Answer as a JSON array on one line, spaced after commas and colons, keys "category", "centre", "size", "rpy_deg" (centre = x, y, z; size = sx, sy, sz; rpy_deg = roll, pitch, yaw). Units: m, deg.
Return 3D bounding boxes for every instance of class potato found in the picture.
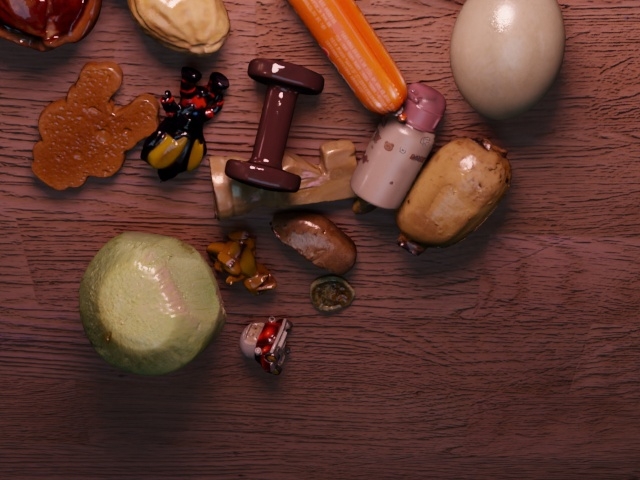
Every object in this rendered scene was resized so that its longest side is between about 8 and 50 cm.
[{"category": "potato", "centre": [0.102, -0.084, 1.573], "size": [0.046, 0.045, 0.092], "rpy_deg": [42, 117, 4]}]

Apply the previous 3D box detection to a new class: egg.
[{"category": "egg", "centre": [0.308, -0.317, 1.297], "size": [0.187, 0.186, 0.253], "rpy_deg": [0, 124, 2]}]

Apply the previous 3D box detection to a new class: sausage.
[{"category": "sausage", "centre": [0.055, -0.328, 1.324], "size": [0.093, 0.093, 0.312], "rpy_deg": [-29, 112, 22]}]

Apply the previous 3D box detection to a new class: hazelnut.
[{"category": "hazelnut", "centre": [-0.455, -0.404, 1.267], "size": [0.202, 0.160, 0.170], "rpy_deg": [-6, 126, 13]}]

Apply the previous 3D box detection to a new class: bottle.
[{"category": "bottle", "centre": [0.149, -0.179, 1.450], "size": [0.110, 0.110, 0.233], "rpy_deg": [21, 112, -15]}]

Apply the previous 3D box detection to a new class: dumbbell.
[{"category": "dumbbell", "centre": [-0.081, -0.201, 1.379], "size": [0.140, 0.124, 0.225], "rpy_deg": [14, 93, -11]}]

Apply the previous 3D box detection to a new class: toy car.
[{"category": "toy car", "centre": [-0.132, 0.241, 1.801], "size": [0.112, 0.112, 0.139], "rpy_deg": [14, 138, 9]}]

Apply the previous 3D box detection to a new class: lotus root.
[{"category": "lotus root", "centre": [0.247, -0.081, 1.512], "size": [0.160, 0.146, 0.284], "rpy_deg": [37, 115, -1]}]

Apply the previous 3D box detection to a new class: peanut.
[{"category": "peanut", "centre": [-0.267, -0.422, 1.256], "size": [0.147, 0.147, 0.305], "rpy_deg": [-27, 121, 20]}]

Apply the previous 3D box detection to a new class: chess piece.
[{"category": "chess piece", "centre": [-0.064, -0.117, 1.518], "size": [0.301, 0.137, 0.137], "rpy_deg": [-7, 128, -9]}]

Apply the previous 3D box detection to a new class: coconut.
[{"category": "coconut", "centre": [-0.346, 0.127, 1.611], "size": [0.328, 0.328, 0.281], "rpy_deg": [37, 90, -24]}]

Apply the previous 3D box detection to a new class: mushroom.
[{"category": "mushroom", "centre": [-0.001, 0.000, 1.624], "size": [0.210, 0.072, 0.094], "rpy_deg": [37, 111, -24]}]

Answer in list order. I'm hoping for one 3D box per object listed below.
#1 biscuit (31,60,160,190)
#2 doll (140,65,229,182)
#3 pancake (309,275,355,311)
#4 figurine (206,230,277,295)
[{"category": "biscuit", "centre": [-0.442, -0.208, 1.491], "size": [0.295, 0.044, 0.186], "rpy_deg": [-35, 116, 23]}, {"category": "doll", "centre": [-0.257, -0.206, 1.460], "size": [0.127, 0.088, 0.248], "rpy_deg": [25, 121, -17]}, {"category": "pancake", "centre": [0.023, 0.120, 1.749], "size": [0.108, 0.017, 0.108], "rpy_deg": [-2, 127, -2]}, {"category": "figurine", "centre": [-0.174, 0.058, 1.672], "size": [0.122, 0.121, 0.176], "rpy_deg": [1, 144, 37]}]
